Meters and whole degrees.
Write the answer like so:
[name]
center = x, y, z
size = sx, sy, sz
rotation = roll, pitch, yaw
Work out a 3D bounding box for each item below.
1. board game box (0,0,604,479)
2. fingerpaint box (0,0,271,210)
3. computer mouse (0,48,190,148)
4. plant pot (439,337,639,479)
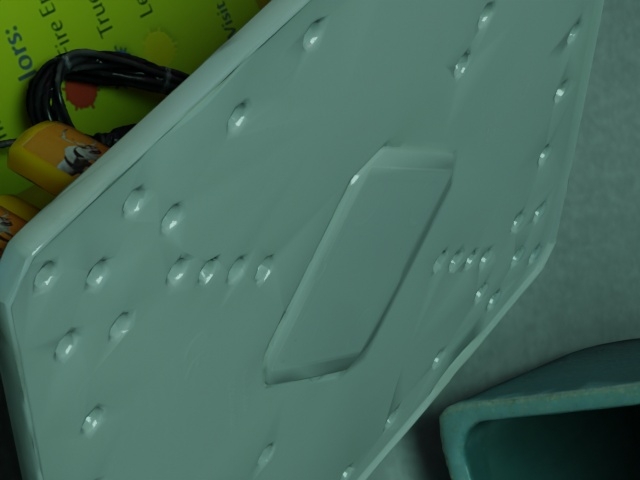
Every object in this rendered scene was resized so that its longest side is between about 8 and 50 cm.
[board game box]
center = 0.000, 0.000, 0.817
size = 0.390, 0.050, 0.390
rotation = -47, 156, -30
[fingerpaint box]
center = -0.251, -0.181, 0.719
size = 0.371, 0.163, 0.445
rotation = -33, 107, -34
[computer mouse]
center = -0.129, -0.028, 0.675
size = 0.242, 0.041, 0.071
rotation = -16, 97, -38
[plant pot]
center = 0.256, 0.153, 1.034
size = 0.252, 0.247, 0.248
rotation = -26, 102, -53
